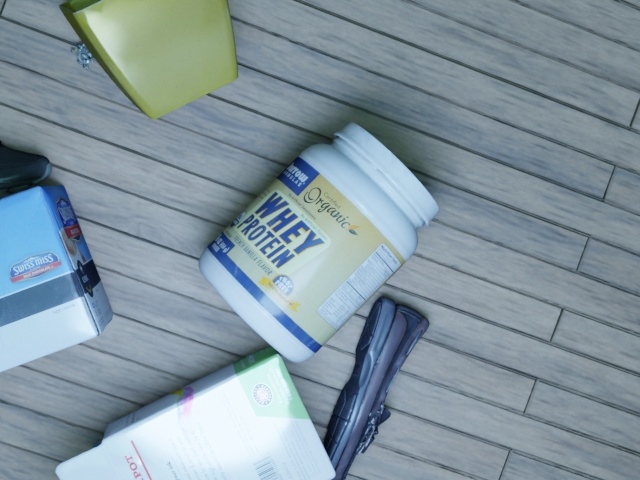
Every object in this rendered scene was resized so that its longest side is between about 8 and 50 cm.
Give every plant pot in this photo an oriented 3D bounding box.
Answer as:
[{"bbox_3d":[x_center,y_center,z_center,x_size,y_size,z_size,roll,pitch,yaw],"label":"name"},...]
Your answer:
[{"bbox_3d":[-0.234,-0.298,1.541,0.212,0.212,0.187,-29,112,-10],"label":"plant pot"}]

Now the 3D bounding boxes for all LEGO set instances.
[{"bbox_3d":[-0.360,-0.302,1.617,0.054,0.023,0.083,-22,95,-4],"label":"LEGO set"}]

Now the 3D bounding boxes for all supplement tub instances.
[{"bbox_3d":[0.000,0.000,1.568,0.228,0.228,0.316,45,88,-6],"label":"supplement tub"}]

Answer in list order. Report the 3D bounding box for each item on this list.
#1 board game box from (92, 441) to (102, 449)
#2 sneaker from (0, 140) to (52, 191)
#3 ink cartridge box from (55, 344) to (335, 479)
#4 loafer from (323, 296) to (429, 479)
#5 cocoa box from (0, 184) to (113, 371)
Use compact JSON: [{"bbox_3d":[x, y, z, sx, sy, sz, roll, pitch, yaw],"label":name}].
[{"bbox_3d":[-0.164,0.408,1.651,0.254,0.079,0.336,-31,96,-3],"label":"board game box"},{"bbox_3d":[-0.536,-0.132,1.564,0.268,0.101,0.106,4,104,-6],"label":"sneaker"},{"bbox_3d":[-0.181,0.323,1.543,0.354,0.119,0.207,-25,96,-6],"label":"ink cartridge box"},{"bbox_3d":[0.087,0.243,1.656,0.095,0.109,0.302,20,88,-11],"label":"loafer"},{"bbox_3d":[-0.507,0.079,1.520,0.347,0.231,0.227,-20,95,-4],"label":"cocoa box"}]
